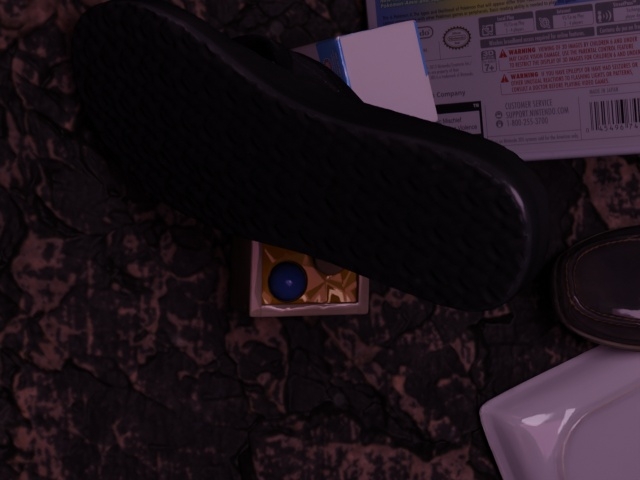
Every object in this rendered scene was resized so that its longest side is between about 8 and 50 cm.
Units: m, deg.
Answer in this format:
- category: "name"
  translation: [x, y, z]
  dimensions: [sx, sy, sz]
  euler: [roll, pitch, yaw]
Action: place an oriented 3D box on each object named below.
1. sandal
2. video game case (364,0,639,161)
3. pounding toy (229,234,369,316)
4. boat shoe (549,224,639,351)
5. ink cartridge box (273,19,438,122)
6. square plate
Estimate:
- category: "sandal"
  translation: [-0.015, -0.074, 1.067]
  dimensions: [0.107, 0.445, 0.167]
  euler: [-33, 143, -51]
- category: "video game case"
  translation: [0.190, -0.219, 1.136]
  dimensions: [0.036, 0.329, 0.300]
  euler: [-16, 103, -60]
- category: "pounding toy"
  translation: [0.000, 0.000, 1.170]
  dimensions: [0.141, 0.100, 0.130]
  euler: [0, 95, -18]
- category: "boat shoe"
  translation: [0.396, 0.028, 1.269]
  dimensions: [0.355, 0.130, 0.132]
  euler: [-3, 71, -15]
- category: "ink cartridge box"
  translation: [0.016, -0.132, 1.152]
  dimensions: [0.090, 0.143, 0.092]
  euler: [-19, 100, -34]
- category: "square plate"
  translation: [0.368, 0.251, 1.341]
  dimensions: [0.347, 0.049, 0.344]
  euler: [-25, 102, -16]
